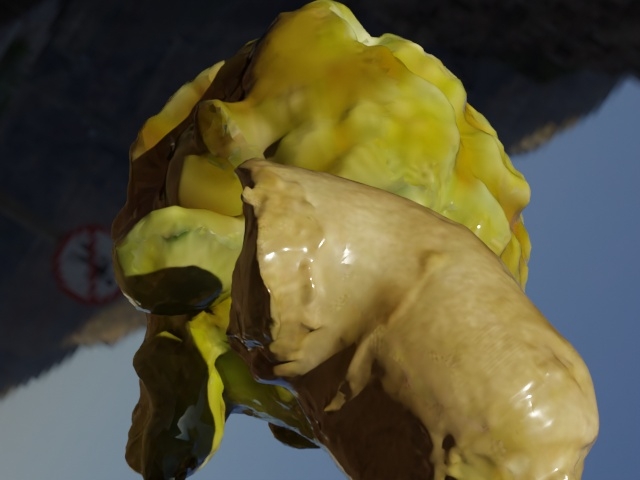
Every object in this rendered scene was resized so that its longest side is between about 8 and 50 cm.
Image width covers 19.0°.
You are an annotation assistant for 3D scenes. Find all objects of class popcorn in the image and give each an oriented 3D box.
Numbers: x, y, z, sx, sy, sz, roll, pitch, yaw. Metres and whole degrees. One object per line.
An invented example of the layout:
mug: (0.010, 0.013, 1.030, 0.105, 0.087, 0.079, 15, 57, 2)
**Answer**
popcorn: (0.000, 0.007, 1.275, 0.274, 0.279, 0.335, 87, 0, -50)

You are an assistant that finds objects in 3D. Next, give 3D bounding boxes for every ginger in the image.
ginger: (0.046, 0.063, 0.976, 0.152, 0.267, 0.138, -29, 154, -49)
